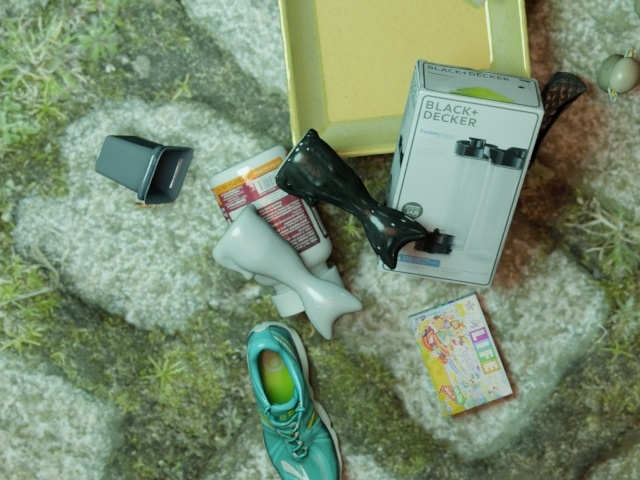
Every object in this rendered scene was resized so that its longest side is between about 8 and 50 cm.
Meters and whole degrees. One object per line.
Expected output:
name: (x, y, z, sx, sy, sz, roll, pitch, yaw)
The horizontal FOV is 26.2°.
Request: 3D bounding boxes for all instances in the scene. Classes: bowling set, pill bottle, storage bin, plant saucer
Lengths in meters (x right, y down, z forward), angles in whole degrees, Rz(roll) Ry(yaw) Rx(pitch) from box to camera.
bowling set: (0.507, -0.295, 1.824, 0.200, 0.154, 0.287, 20, 99, 1)
pill bottle: (-0.058, -0.012, 1.917, 0.121, 0.121, 0.221, -25, 95, 7)
storage bin: (-0.252, -0.101, 1.920, 0.091, 0.135, 0.098, 23, 99, 12)
plant saucer: (0.113, -0.290, 1.890, 0.332, 0.081, 0.333, -6, 97, 4)

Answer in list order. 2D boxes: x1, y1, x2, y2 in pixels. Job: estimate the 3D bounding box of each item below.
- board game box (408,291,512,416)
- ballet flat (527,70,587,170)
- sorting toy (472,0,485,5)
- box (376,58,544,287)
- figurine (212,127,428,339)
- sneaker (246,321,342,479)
board game box: (0.200, 0.163, 1.970, 0.103, 0.026, 0.154, -21, 95, 6)
ballet flat: (0.308, -0.154, 1.902, 0.049, 0.057, 0.173, 31, 97, 22)
sorting toy: (0.199, -0.360, 1.828, 0.083, 0.012, 0.062, 36, 103, -5)
box: (0.180, -0.086, 1.841, 0.169, 0.087, 0.290, 10, 124, -4)
figurine: (0.000, 0.000, 1.809, 0.209, 0.092, 0.215, 39, 102, -4)
sneaker: (-0.049, 0.252, 1.957, 0.107, 0.110, 0.275, -20, 96, 6)
